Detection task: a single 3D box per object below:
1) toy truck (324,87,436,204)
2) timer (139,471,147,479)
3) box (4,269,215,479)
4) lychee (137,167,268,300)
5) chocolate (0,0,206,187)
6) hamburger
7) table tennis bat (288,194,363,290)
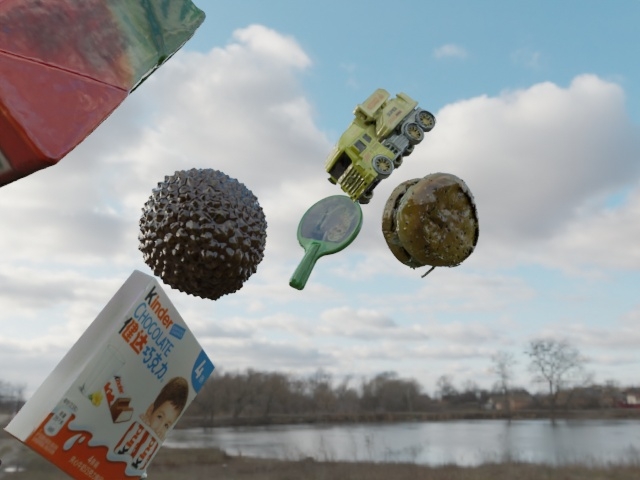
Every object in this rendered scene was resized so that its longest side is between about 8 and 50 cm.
[{"bbox_3d":[0.117,-0.215,1.405,0.157,0.272,0.124,41,-35,2],"label":"toy truck"},{"bbox_3d":[-0.440,0.468,1.569,0.175,0.266,0.175,-4,-45,-4],"label":"timer"},{"bbox_3d":[-0.281,0.221,0.960,0.048,0.265,0.273,18,-31,26],"label":"box"},{"bbox_3d":[-0.220,-0.003,1.270,0.267,0.268,0.267,1,-15,0],"label":"lychee"},{"bbox_3d":[-0.371,-0.196,0.807,0.360,0.341,0.162,-14,-56,33],"label":"chocolate"},{"bbox_3d":[0.201,-0.025,1.171,0.177,0.186,0.113,11,-6,-37],"label":"hamburger"},{"bbox_3d":[0.000,0.000,1.497,0.160,0.257,0.039,14,-25,35],"label":"table tennis bat"}]
